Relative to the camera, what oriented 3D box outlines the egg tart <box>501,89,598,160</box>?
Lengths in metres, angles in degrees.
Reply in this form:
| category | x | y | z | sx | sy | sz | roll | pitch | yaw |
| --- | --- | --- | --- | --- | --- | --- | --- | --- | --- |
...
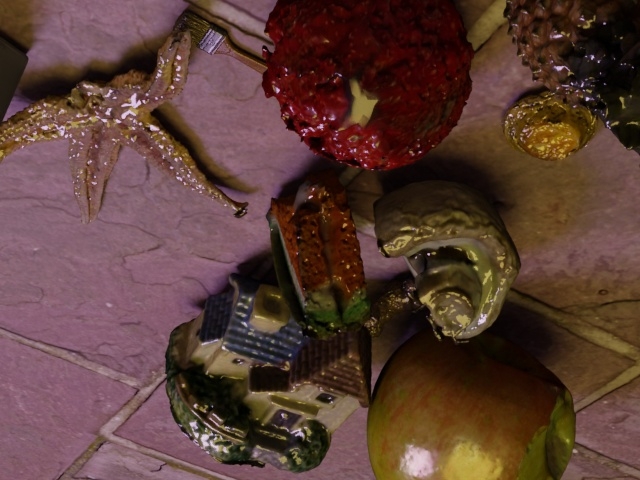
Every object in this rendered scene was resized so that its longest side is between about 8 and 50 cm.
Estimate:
| category | x | y | z | sx | sy | sz | roll | pitch | yaw |
| --- | --- | --- | --- | --- | --- | --- | --- | --- | --- |
| egg tart | 0.303 | -0.147 | 1.421 | 0.131 | 0.052 | 0.130 | 6 | 144 | 5 |

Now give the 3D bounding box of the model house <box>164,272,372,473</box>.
| category | x | y | z | sx | sy | sz | roll | pitch | yaw |
| --- | --- | --- | --- | --- | --- | --- | --- | --- | --- |
| model house | -0.065 | 0.204 | 1.758 | 0.321 | 0.261 | 0.266 | 19 | 138 | -19 |

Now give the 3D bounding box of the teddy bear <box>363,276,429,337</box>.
| category | x | y | z | sx | sy | sz | roll | pitch | yaw |
| --- | --- | --- | --- | --- | --- | --- | --- | --- | --- |
| teddy bear | 0.137 | 0.091 | 1.730 | 0.161 | 0.077 | 0.119 | -22 | 154 | 3 |

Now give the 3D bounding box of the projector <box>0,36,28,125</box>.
| category | x | y | z | sx | sy | sz | roll | pitch | yaw |
| --- | --- | --- | --- | --- | --- | --- | --- | --- | --- |
| projector | -0.508 | -0.191 | 1.357 | 0.108 | 0.250 | 0.198 | -28 | 130 | 37 |

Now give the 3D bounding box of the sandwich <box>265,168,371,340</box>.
| category | x | y | z | sx | sy | sz | roll | pitch | yaw |
| --- | --- | --- | --- | --- | --- | --- | --- | --- | --- |
| sandwich | -0.002 | 0.006 | 1.545 | 0.109 | 0.292 | 0.212 | -4 | 103 | -13 |

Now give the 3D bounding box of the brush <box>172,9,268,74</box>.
| category | x | y | z | sx | sy | sz | roll | pitch | yaw |
| --- | --- | --- | --- | --- | --- | --- | --- | --- | --- |
| brush | -0.113 | -0.247 | 1.405 | 0.170 | 0.014 | 0.043 | 26 | 136 | -22 |

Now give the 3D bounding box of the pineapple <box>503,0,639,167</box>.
| category | x | y | z | sx | sy | sz | roll | pitch | yaw |
| --- | --- | --- | --- | --- | --- | --- | --- | --- | --- |
| pineapple | 0.302 | -0.199 | 1.126 | 0.202 | 0.362 | 0.202 | 2 | 127 | 3 |

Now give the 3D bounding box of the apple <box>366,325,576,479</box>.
| category | x | y | z | sx | sy | sz | roll | pitch | yaw |
| --- | --- | --- | --- | --- | --- | --- | --- | --- | --- |
| apple | 0.237 | 0.306 | 1.749 | 0.340 | 0.339 | 0.339 | 5 | 141 | 4 |

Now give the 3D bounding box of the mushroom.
| category | x | y | z | sx | sy | sz | roll | pitch | yaw |
| --- | --- | --- | --- | --- | --- | --- | --- | --- | --- |
| mushroom | 0.192 | 0.013 | 1.544 | 0.164 | 0.189 | 0.267 | -29 | 118 | 11 |

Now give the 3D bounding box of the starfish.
| category | x | y | z | sx | sy | sz | roll | pitch | yaw |
| --- | --- | --- | --- | --- | --- | --- | --- | --- | --- |
| starfish | -0.291 | -0.125 | 1.500 | 0.398 | 0.132 | 0.383 | -18 | 143 | 10 |

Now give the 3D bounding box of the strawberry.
| category | x | y | z | sx | sy | sz | roll | pitch | yaw |
| --- | --- | --- | --- | --- | --- | --- | --- | --- | --- |
| strawberry | 0.054 | -0.189 | 1.282 | 0.274 | 0.220 | 0.274 | 4 | 137 | 4 |
